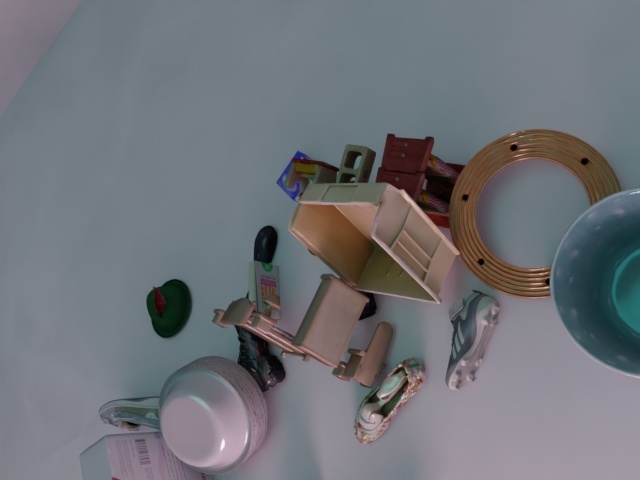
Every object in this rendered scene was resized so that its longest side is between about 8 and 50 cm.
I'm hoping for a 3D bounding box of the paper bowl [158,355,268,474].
[{"bbox_3d":[-0.284,0.444,1.591,0.284,0.148,0.285,5,101,24],"label":"paper bowl"}]

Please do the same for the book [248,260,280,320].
[{"bbox_3d":[-0.144,0.132,1.651,0.035,0.096,0.144,-16,71,34],"label":"book"}]

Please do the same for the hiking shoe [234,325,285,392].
[{"bbox_3d":[-0.187,0.295,1.649,0.114,0.086,0.227,-44,57,17],"label":"hiking shoe"}]

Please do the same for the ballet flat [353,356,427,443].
[{"bbox_3d":[0.135,0.348,1.395,0.091,0.077,0.241,44,106,35],"label":"ballet flat"}]

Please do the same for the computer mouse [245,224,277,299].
[{"bbox_3d":[-0.172,0.075,1.722,0.071,0.041,0.242,12,87,38],"label":"computer mouse"}]

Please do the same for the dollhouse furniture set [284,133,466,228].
[{"bbox_3d":[0.129,-0.147,1.446,0.374,0.201,0.152,14,88,40],"label":"dollhouse furniture set"}]

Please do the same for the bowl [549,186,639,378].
[{"bbox_3d":[0.568,0.079,1.076,0.311,0.163,0.312,-11,72,35],"label":"bowl"}]

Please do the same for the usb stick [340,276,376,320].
[{"bbox_3d":[0.072,0.054,1.537,0.077,0.045,0.278,-27,64,29],"label":"usb stick"}]

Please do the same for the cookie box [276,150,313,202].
[{"bbox_3d":[-0.054,-0.168,1.691,0.107,0.040,0.092,-54,53,14],"label":"cookie box"}]

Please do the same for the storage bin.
[{"bbox_3d":[0.106,-0.001,1.327,0.262,0.260,0.123,6,60,51],"label":"storage bin"}]

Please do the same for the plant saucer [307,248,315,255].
[{"bbox_3d":[0.000,0.000,1.626,0.083,0.013,0.084,-10,73,36],"label":"plant saucer"}]

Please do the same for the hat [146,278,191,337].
[{"bbox_3d":[-0.496,0.178,1.853,0.209,0.183,0.173,-54,53,14],"label":"hat"}]

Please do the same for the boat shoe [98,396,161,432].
[{"bbox_3d":[-0.518,0.510,1.834,0.320,0.118,0.103,-12,67,28],"label":"boat shoe"}]

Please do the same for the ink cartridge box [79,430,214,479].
[{"bbox_3d":[-0.428,0.612,1.614,0.131,0.306,0.226,-37,58,24],"label":"ink cartridge box"}]

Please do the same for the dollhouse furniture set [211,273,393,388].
[{"bbox_3d":[-0.043,0.192,1.521,0.355,0.303,0.174,-7,53,60],"label":"dollhouse furniture set"}]

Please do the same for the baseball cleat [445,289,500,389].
[{"bbox_3d":[0.298,0.203,1.324,0.109,0.072,0.206,30,93,52],"label":"baseball cleat"}]

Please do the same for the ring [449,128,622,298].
[{"bbox_3d":[0.422,-0.053,1.272,0.336,0.032,0.337,-2,86,28],"label":"ring"}]
